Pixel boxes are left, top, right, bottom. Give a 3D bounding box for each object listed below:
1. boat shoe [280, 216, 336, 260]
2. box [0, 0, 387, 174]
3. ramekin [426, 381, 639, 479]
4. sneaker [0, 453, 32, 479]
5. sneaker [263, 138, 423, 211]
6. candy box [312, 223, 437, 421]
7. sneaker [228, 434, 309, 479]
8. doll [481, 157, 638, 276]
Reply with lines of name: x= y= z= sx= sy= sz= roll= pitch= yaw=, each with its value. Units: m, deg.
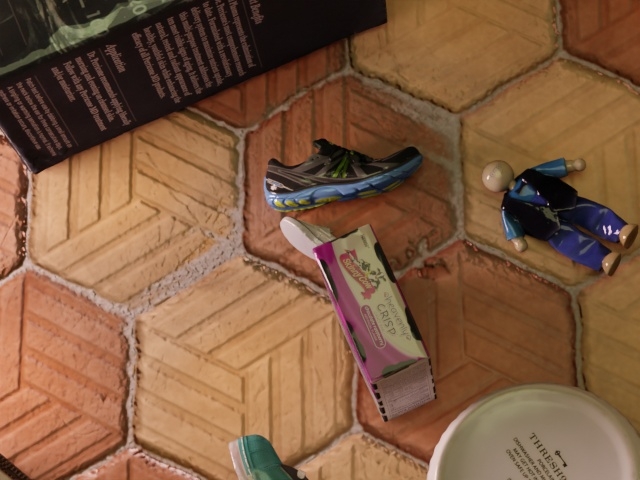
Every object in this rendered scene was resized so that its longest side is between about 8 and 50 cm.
boat shoe: x=0.000 y=0.000 z=2.056 sx=0.100 sy=0.035 sz=0.035 roll=33 pitch=52 yaw=17
box: x=-0.231 y=-0.410 z=2.062 sx=0.472 sy=0.297 sz=0.480 roll=-23 pitch=73 yaw=-4
ramekin: x=0.232 y=0.273 z=1.874 sx=0.273 sy=0.127 sz=0.273 roll=-6 pitch=61 yaw=11
sneaker: x=-0.339 y=0.307 z=1.988 sx=0.188 sy=0.066 sz=0.071 roll=40 pitch=98 yaw=20
sneaker: x=0.025 y=-0.085 z=2.057 sx=0.188 sy=0.067 sz=0.078 roll=-10 pitch=79 yaw=5
candy box: x=0.062 y=0.093 z=1.915 sx=0.071 sy=0.233 sz=0.159 roll=-23 pitch=74 yaw=-2
sneaker: x=0.015 y=0.326 z=1.924 sx=0.121 sy=0.108 sz=0.302 roll=-32 pitch=82 yaw=-5
doll: x=0.268 y=-0.038 z=2.032 sx=0.189 sy=0.046 sz=0.129 roll=31 pitch=88 yaw=19
